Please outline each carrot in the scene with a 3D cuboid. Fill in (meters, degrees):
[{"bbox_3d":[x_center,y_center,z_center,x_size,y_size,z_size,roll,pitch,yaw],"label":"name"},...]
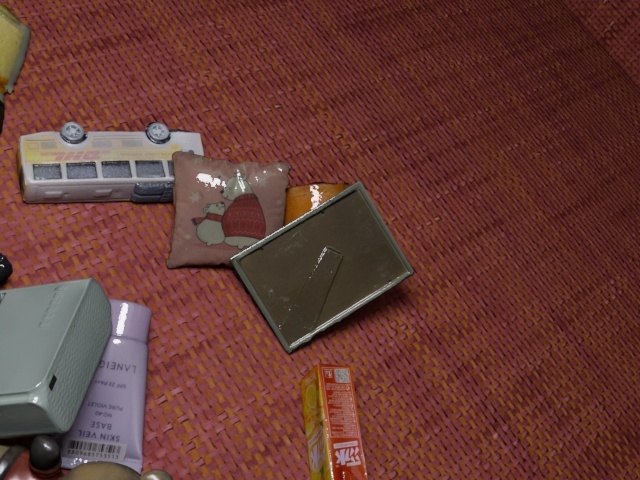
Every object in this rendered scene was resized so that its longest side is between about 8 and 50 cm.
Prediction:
[{"bbox_3d":[0.000,0.000,1.545,0.159,0.159,0.224,0,75,-26],"label":"carrot"}]

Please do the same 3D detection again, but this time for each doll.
[{"bbox_3d":[-0.383,0.390,1.097,0.330,0.174,0.235,24,86,-7],"label":"doll"}]

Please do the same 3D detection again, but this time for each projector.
[{"bbox_3d":[-0.443,0.177,1.155,0.198,0.108,0.250,-8,38,11],"label":"projector"}]

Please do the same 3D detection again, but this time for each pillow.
[{"bbox_3d":[-0.173,-0.048,1.473,0.236,0.084,0.223,6,97,-14],"label":"pillow"}]

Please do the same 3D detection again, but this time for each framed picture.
[{"bbox_3d":[0.006,0.048,1.467,0.289,0.016,0.213,-32,93,-7],"label":"framed picture"}]

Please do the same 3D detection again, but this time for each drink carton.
[{"bbox_3d":[0.022,0.336,1.360,0.071,0.096,0.222,7,57,-22],"label":"drink carton"}]

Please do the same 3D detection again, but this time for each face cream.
[{"bbox_3d":[-0.345,0.237,1.265,0.154,0.096,0.273,14,68,-21],"label":"face cream"}]

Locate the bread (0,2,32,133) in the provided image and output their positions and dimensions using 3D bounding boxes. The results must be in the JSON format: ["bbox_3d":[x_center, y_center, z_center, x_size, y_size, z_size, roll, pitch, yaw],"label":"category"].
[{"bbox_3d":[-0.677,-0.359,1.331,0.242,0.405,0.345,7,69,-10],"label":"bread"}]

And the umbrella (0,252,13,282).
[{"bbox_3d":[-0.604,0.095,1.235,0.236,0.066,0.059,-36,85,-35],"label":"umbrella"}]

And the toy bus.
[{"bbox_3d":[-0.390,-0.145,1.469,0.343,0.097,0.138,-3,63,-26],"label":"toy bus"}]
